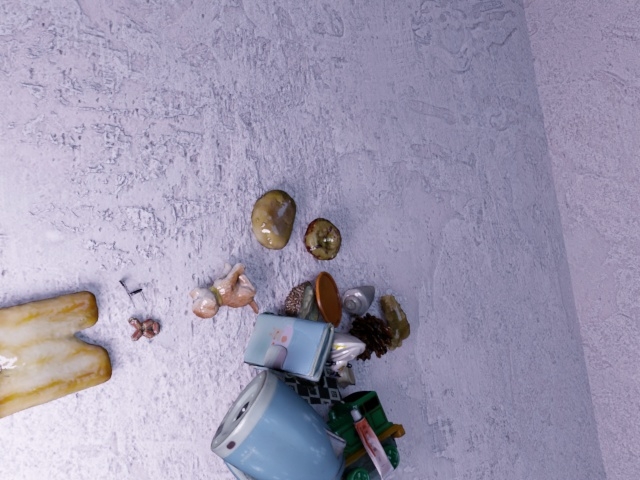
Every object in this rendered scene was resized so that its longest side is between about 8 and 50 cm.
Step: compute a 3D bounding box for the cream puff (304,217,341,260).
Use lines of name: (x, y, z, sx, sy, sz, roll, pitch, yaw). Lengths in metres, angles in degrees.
cream puff: (0.000, 0.000, 1.849, 0.149, 0.084, 0.149, 10, 73, -34)

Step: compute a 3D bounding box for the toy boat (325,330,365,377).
toy boat: (0.019, 0.335, 1.658, 0.140, 0.269, 0.141, -4, 96, -39)

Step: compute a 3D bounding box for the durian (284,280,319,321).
durian: (-0.070, 0.216, 1.722, 0.188, 0.091, 0.148, -71, 149, -54)

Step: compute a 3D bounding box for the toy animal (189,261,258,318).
toy animal: (-0.270, 0.183, 1.563, 0.185, 0.104, 0.184, -44, 115, -43)

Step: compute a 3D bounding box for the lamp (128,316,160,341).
lamp: (-0.458, 0.229, 1.433, 0.083, 0.031, 0.063, 0, 80, -44)

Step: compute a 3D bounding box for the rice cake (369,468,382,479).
rice cake: (0.164, 0.785, 1.796, 0.040, 0.085, 0.226, 37, 40, 28)

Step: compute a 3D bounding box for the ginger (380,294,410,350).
ginger: (0.284, 0.298, 2.020, 0.115, 0.081, 0.206, -5, 90, -10)

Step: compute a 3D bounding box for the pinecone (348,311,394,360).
pinecone: (0.160, 0.333, 1.859, 0.173, 0.173, 0.174, 12, 72, -38)

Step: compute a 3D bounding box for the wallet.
wallet: (-0.093, 0.302, 1.579, 0.075, 0.250, 0.176, 46, 56, -49)

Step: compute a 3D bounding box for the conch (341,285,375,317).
conch: (0.137, 0.209, 1.933, 0.104, 0.094, 0.176, 57, 22, 3)

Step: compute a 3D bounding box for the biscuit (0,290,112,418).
biscuit: (-0.638, 0.251, 1.249, 0.290, 0.062, 0.237, -14, 88, -42)

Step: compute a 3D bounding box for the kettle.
kettle: (-0.108, 0.573, 1.488, 0.342, 0.319, 0.247, 39, 22, -8)

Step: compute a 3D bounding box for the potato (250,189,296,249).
potato: (-0.133, -0.069, 1.756, 0.164, 0.081, 0.200, 24, 67, -36)

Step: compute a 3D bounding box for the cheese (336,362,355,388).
cheese: (0.069, 0.422, 1.784, 0.171, 0.047, 0.092, 62, 12, -47)

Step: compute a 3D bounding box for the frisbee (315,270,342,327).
frisbee: (0.021, 0.198, 1.819, 0.192, 0.035, 0.192, -14, 90, -70)

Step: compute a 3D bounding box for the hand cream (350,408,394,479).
hand cream: (0.150, 0.607, 1.643, 0.052, 0.038, 0.216, -28, 84, -17)

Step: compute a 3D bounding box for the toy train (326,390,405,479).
toy train: (0.090, 0.632, 1.711, 0.429, 0.178, 0.249, -16, 83, -43)

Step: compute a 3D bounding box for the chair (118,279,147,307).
chair: (-0.486, 0.132, 1.427, 0.042, 0.037, 0.086, -33, 105, -29)

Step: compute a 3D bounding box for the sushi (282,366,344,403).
sushi: (-0.045, 0.437, 1.715, 0.210, 0.040, 0.193, 10, 44, -38)
